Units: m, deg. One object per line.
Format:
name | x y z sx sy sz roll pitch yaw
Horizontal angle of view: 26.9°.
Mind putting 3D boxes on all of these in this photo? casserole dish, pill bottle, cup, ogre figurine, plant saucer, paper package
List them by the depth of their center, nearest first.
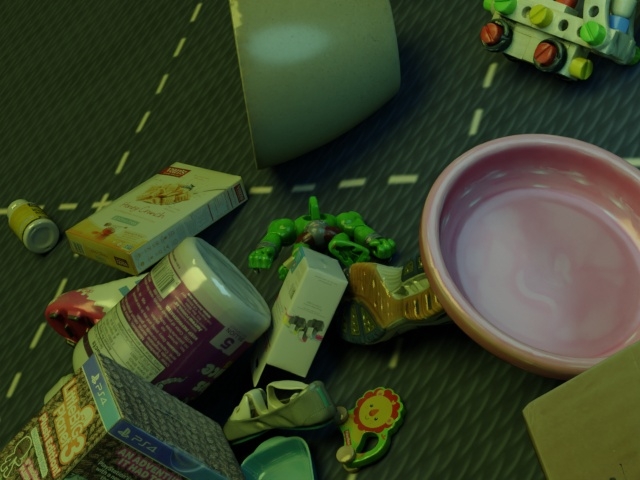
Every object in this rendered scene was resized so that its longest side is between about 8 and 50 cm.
paper package | 0.395 0.250 1.325 0.309 0.168 0.325 -32 42 14
plant saucer | 0.273 0.026 1.569 0.332 0.084 0.332 5 56 -8
casserole dish | -0.048 0.335 1.696 0.114 0.037 0.188 -27 42 18
pill bottle | -0.224 0.152 1.805 0.301 0.169 0.169 -44 40 8
ogre figurine | 0.000 0.000 1.891 0.197 0.097 0.118 -22 28 7
cup | -0.009 -0.287 2.026 0.236 0.331 0.331 -9 45 -2
pill bottle | -0.507 -0.028 2.344 0.065 0.065 0.116 -47 41 -5

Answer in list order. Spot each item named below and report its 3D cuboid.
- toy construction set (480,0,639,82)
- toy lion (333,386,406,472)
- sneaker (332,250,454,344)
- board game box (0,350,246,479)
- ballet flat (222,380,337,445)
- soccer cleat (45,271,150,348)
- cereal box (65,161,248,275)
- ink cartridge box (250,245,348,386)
toy construction set | 0.346 -0.338 1.878 0.327 0.151 0.215 36 105 56
toy lion | 0.064 0.236 1.701 0.096 0.034 0.100 -21 45 12
sneaker | 0.129 0.079 1.740 0.296 0.131 0.112 -12 76 56
board game box | -0.281 0.326 1.692 0.291 0.232 0.141 -45 38 8
ballet flat | -0.064 0.220 1.754 0.213 0.068 0.072 -18 7 43
soccer cleat | -0.263 0.101 2.023 0.331 0.116 0.143 1 45 33
cereal box | -0.256 -0.040 2.104 0.173 0.047 0.240 15 42 44
ink cartridge box | -0.031 0.111 1.802 0.104 0.061 0.181 -111 44 -73
